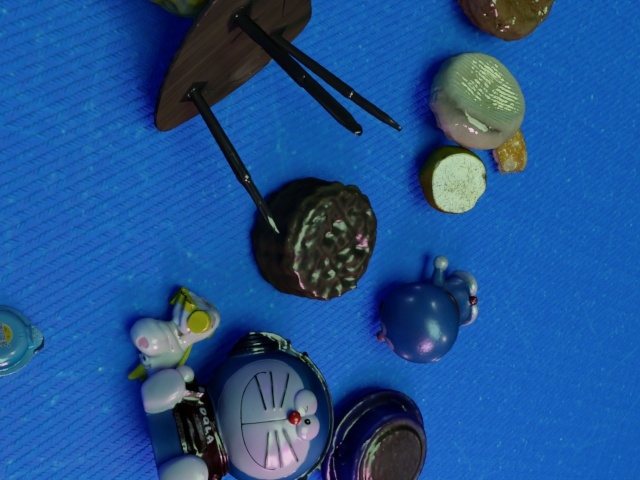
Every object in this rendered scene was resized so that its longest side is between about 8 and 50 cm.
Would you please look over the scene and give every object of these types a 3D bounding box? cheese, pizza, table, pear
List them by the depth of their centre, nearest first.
[{"bbox_3d":[-0.510,0.143,0.967,0.256,0.037,0.106,-2,62,-32],"label":"cheese"},{"bbox_3d":[-0.046,-0.197,1.011,0.317,0.317,0.249,-40,84,-22],"label":"table"},{"bbox_3d":[0.260,-0.124,1.436,0.141,0.104,0.141,-2,100,-11],"label":"pear"},{"bbox_3d":[0.409,-0.208,1.561,0.099,0.036,0.160,-43,121,-20],"label":"pizza"}]

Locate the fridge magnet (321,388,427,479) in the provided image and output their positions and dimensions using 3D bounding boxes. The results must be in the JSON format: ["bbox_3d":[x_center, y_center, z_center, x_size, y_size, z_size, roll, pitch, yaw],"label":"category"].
[{"bbox_3d":[0.118,0.436,1.459,0.265,0.113,0.265,-8,104,-35],"label":"fridge magnet"}]

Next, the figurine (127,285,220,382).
[{"bbox_3d":[-0.242,0.163,1.156,0.178,0.109,0.129,-41,143,-17],"label":"figurine"}]

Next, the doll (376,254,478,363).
[{"bbox_3d":[0.225,0.146,1.458,0.257,0.161,0.215,-16,97,-49],"label":"doll"}]

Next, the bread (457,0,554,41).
[{"bbox_3d":[0.364,-0.511,1.403,0.230,0.123,0.230,-13,114,-32],"label":"bread"}]

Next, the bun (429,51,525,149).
[{"bbox_3d":[0.298,-0.266,1.415,0.222,0.127,0.222,11,64,-23],"label":"bun"}]

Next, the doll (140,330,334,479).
[{"bbox_3d":[-0.127,0.301,1.184,0.310,0.240,0.284,-12,81,-18],"label":"doll"}]

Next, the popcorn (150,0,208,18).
[{"bbox_3d":[-0.163,-0.457,0.983,0.265,0.225,0.332,47,62,-18],"label":"popcorn"}]

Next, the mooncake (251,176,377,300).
[{"bbox_3d":[0.000,0.000,1.264,0.228,0.124,0.228,-9,106,-35],"label":"mooncake"}]
